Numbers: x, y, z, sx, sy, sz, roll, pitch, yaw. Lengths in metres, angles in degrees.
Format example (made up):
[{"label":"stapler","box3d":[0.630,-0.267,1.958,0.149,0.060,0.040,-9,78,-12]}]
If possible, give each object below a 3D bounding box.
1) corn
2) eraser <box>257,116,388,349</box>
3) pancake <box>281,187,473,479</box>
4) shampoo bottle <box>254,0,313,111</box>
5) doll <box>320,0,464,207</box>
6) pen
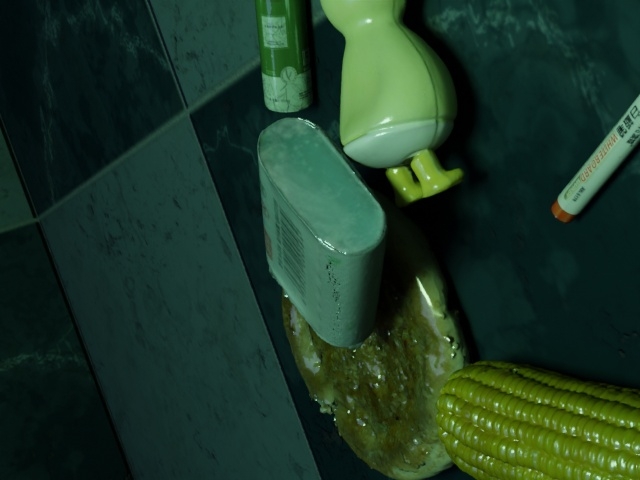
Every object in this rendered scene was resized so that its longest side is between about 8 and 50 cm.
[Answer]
[{"label":"corn","box3d":[0.241,0.187,0.949,0.344,0.131,0.131,2,110,58]},{"label":"eraser","box3d":[0.000,0.000,1.093,0.174,0.081,0.227,51,161,22]},{"label":"pancake","box3d":[0.055,0.120,1.275,0.382,0.071,0.382,36,136,45]},{"label":"shampoo bottle","box3d":[-0.042,-0.255,1.214,0.065,0.065,0.205,31,133,49]},{"label":"doll","box3d":[0.067,-0.183,1.035,0.141,0.117,0.296,161,102,-67]},{"label":"pen","box3d":[0.251,-0.088,0.853,0.028,0.028,0.239,57,150,21]}]
